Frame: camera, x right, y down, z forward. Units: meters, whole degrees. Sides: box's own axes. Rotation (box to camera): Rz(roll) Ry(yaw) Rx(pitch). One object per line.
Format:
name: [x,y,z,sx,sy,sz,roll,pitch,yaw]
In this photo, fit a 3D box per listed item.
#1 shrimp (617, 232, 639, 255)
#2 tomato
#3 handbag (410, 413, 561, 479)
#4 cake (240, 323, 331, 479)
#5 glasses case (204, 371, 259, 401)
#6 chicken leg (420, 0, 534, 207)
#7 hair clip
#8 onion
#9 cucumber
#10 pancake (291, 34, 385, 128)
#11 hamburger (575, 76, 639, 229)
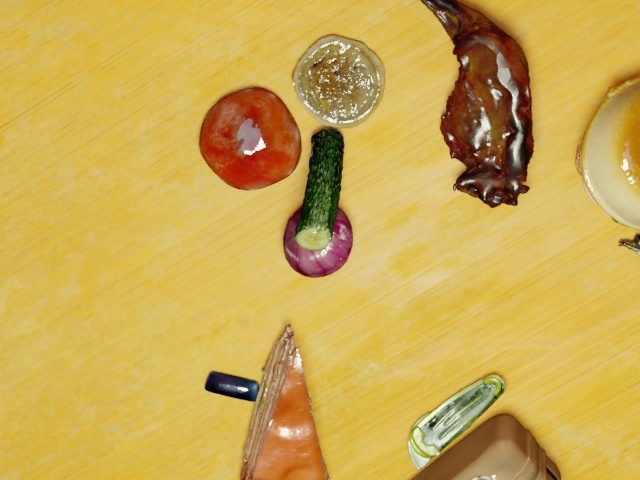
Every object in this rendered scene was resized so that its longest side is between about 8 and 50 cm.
shrimp: [0.516,0.045,1.895,0.180,0.041,0.099,27,113,0]
tomato: [-0.108,-0.146,1.900,0.155,0.069,0.155,1,97,5]
handbag: [0.200,0.403,1.832,0.302,0.283,0.149,-39,91,8]
cake: [-0.042,0.268,1.929,0.135,0.098,0.287,6,103,-4]
glasses case: [-0.135,0.223,1.968,0.083,0.023,0.033,12,101,2]
chicken leg: [0.219,-0.243,1.857,0.158,0.096,0.407,-21,93,26]
hair clip: [0.201,0.265,1.942,0.188,0.033,0.060,-41,90,10]
onion: [0.000,0.000,1.901,0.104,0.115,0.115,28,101,-44]
cucumber: [0.004,-0.076,1.857,0.058,0.058,0.187,7,58,4]
pancake: [0.029,-0.234,1.901,0.139,0.022,0.139,0,96,3]
hamburger: [0.475,-0.125,1.820,0.237,0.147,0.237,-1,94,-8]
